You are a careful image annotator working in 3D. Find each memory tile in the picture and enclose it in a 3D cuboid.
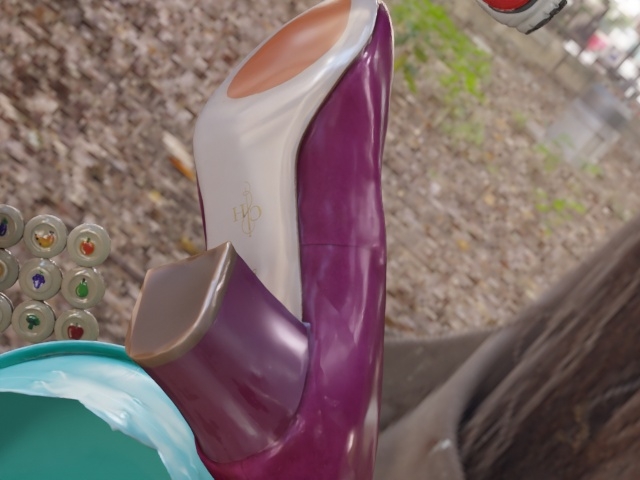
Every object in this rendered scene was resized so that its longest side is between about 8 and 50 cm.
[{"bbox_3d":[-0.252,0.029,1.105,0.148,0.113,0.012,11,10,-1],"label":"memory tile"}]

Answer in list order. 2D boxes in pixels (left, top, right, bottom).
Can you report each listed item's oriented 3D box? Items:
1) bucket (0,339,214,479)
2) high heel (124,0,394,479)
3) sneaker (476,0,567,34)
[{"bbox_3d":[-0.182,0.207,0.908,0.281,0.281,0.183,40,10,-3],"label":"bucket"},{"bbox_3d":[0.000,0.000,0.829,0.181,0.127,0.377,54,41,-30],"label":"high heel"},{"bbox_3d":[0.231,-0.322,1.192,0.118,0.279,0.107,36,8,-2],"label":"sneaker"}]
